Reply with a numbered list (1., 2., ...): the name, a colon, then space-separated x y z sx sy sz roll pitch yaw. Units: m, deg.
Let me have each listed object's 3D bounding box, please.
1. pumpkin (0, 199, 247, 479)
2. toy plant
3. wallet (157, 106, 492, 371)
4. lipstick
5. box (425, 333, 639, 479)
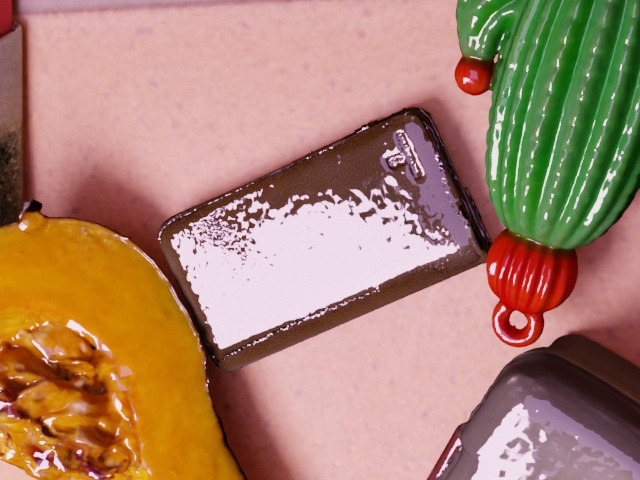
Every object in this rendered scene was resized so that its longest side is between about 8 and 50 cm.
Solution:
1. pumpkin: -0.136 0.087 1.151 0.278 0.111 0.163 24 77 -12
2. toy plant: 0.156 -0.060 1.011 0.154 0.088 0.240 -7 99 20
3. wallet: 0.000 0.000 1.112 0.198 0.031 0.110 -24 91 22
4. lipstick: -0.222 -0.046 1.175 0.051 0.051 0.312 6 102 22
5. box: 0.134 0.167 1.042 0.148 0.129 0.210 34 109 12
